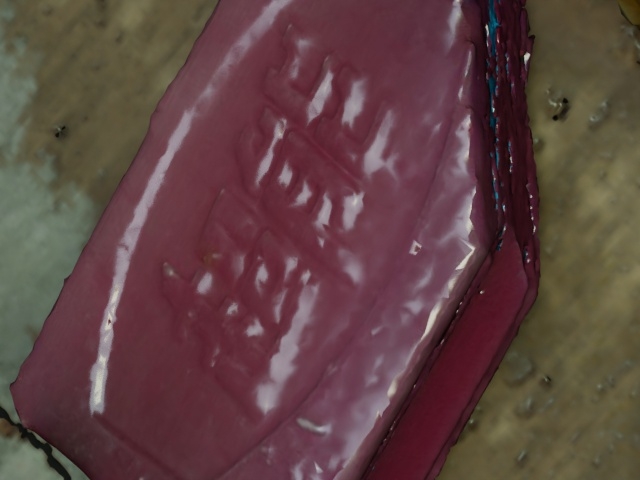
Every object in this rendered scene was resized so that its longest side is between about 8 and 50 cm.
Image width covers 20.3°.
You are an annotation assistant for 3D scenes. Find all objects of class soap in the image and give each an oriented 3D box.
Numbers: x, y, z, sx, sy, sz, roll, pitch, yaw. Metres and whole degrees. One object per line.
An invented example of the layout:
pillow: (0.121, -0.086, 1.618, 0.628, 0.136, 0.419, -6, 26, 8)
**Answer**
soap: (0.000, 0.000, 0.705, 0.162, 0.099, 0.250, 31, 96, 28)

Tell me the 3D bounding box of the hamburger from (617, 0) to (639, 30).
hamburger: (0.199, -0.153, 0.543, 0.268, 0.287, 0.445, -40, 71, 15)
